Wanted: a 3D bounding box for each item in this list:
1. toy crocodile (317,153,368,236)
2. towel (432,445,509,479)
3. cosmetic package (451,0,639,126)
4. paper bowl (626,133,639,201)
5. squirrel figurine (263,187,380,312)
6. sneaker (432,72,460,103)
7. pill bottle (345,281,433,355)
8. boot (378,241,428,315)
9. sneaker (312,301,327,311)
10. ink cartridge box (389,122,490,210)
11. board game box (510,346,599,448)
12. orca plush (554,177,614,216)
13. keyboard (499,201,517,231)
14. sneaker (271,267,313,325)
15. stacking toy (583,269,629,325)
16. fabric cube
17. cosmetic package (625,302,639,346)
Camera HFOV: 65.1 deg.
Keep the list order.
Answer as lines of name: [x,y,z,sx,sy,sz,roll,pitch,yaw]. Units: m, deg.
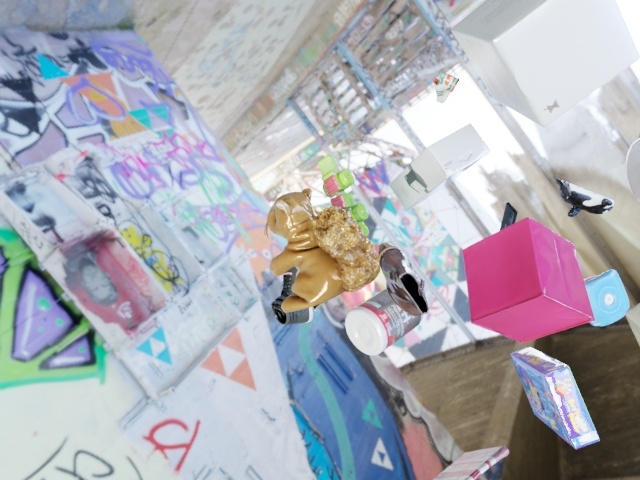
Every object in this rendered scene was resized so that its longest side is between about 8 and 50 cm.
toy crocodile: [0.078,-0.148,1.815,0.115,0.340,0.105,-25,175,37]
towel: [0.415,0.754,1.564,0.329,0.037,0.237,-24,162,-27]
cosmetic package: [0.681,-0.622,1.576,0.327,0.329,0.393,-36,-155,14]
paper bowl: [0.950,-0.194,1.365,0.148,0.284,0.284,-14,-171,8]
squirrel figurine: [0.000,0.000,1.645,0.397,0.370,0.281,-17,-175,41]
sneaker: [0.413,-0.525,1.707,0.057,0.075,0.161,-60,-179,-6]
pill bottle: [0.254,0.259,1.782,0.319,0.176,0.176,-26,177,-37]
boot: [0.218,0.133,1.231,0.090,0.248,0.207,-29,-156,4]
sneaker: [0.025,0.238,2.177,0.188,0.066,0.071,-43,-136,7]
ink cartridge box: [0.415,-0.256,1.787,0.223,0.129,0.307,-31,174,-24]
board game box: [0.749,0.496,1.638,0.078,0.233,0.347,-21,176,3]
orca plush: [0.854,-0.117,1.646,0.287,0.151,0.102,5,113,-45]
keyboard: [0.675,-0.036,1.780,0.038,0.192,0.100,-7,-140,-4]
sneaker: [-0.126,0.195,1.953,0.147,0.295,0.105,-15,-177,-42]
stacking toy: [0.947,0.207,1.847,0.175,0.165,0.302,-23,-177,-13]
fabric cube: [0.621,0.130,1.522,0.254,0.259,0.258,-36,-139,43]
cosmetic package: [1.322,0.387,1.953,0.113,0.309,0.160,-34,-151,9]
